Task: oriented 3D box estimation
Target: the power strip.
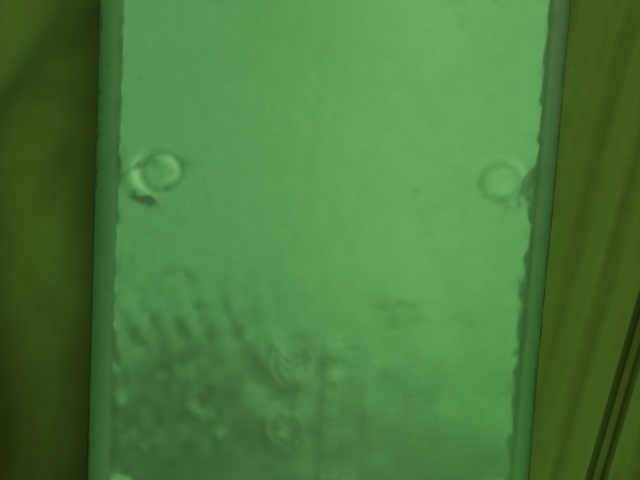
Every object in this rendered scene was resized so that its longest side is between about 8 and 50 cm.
[{"bbox_3d":[0.000,0.000,0.400,0.106,0.043,0.367,2,104,-6],"label":"power strip"}]
